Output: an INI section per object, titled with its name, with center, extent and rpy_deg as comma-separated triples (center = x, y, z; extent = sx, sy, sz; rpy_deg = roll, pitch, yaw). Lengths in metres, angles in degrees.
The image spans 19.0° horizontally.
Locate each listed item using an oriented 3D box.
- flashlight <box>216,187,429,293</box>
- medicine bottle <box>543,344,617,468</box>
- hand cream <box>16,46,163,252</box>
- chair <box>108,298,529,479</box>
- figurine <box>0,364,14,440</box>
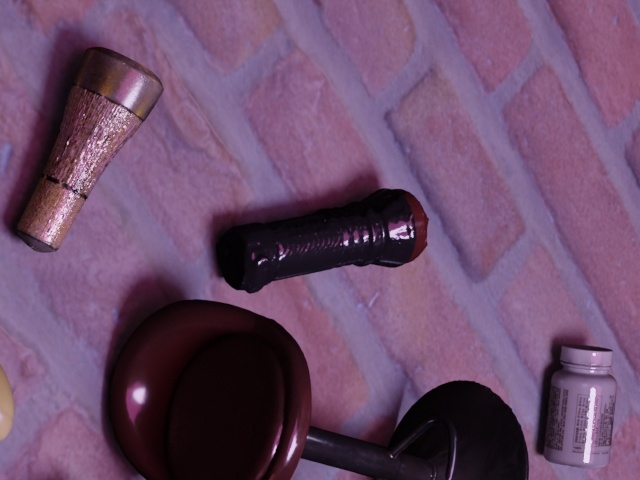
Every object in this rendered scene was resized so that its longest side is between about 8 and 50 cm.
[flashlight]
center = 0.000, 0.000, 2.010
extent = 0.232, 0.093, 0.093
rpy_deg = -10, 102, -31
[medicine bottle]
center = 0.311, 0.197, 2.277
extent = 0.079, 0.079, 0.140
rpy_deg = 3, 94, -38
[hand cream]
center = -0.227, -0.081, 1.822
extent = 0.084, 0.084, 0.203
rpy_deg = 30, 82, -37
[chair]
center = -0.003, 0.208, 1.941
extent = 0.401, 0.226, 0.226
rpy_deg = 20, 83, -37
[figurine]
center = -0.417, 0.137, 1.581
extent = 0.324, 0.124, 0.222
rpy_deg = 8, 68, 3
